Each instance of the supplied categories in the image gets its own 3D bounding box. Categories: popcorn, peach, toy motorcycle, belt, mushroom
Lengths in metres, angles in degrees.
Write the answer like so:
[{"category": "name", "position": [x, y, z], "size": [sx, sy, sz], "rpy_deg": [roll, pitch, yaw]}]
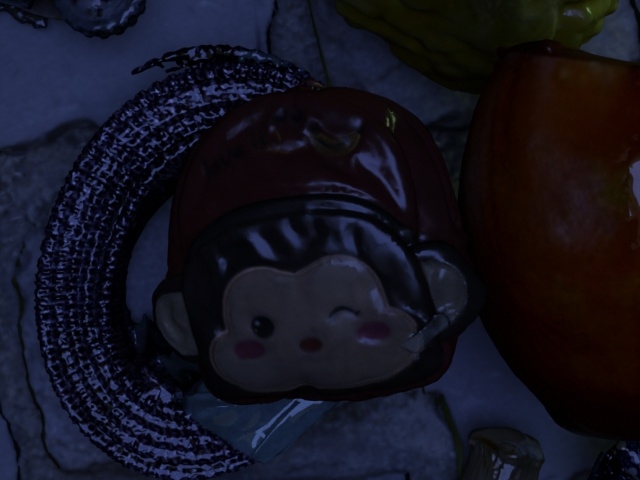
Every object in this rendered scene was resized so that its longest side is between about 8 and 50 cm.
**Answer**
[{"category": "popcorn", "position": [0.113, -0.238, 1.075], "size": [0.249, 0.249, 0.225], "rpy_deg": [20, 61, -5]}, {"category": "peach", "position": [0.220, -0.021, 1.026], "size": [0.281, 0.281, 0.338], "rpy_deg": [-24, 126, -4]}, {"category": "toy motorcycle", "position": [-0.229, -0.232, 1.102], "size": [0.229, 0.094, 0.130], "rpy_deg": [15, 86, 8]}, {"category": "belt", "position": [-0.075, 0.022, 1.103], "size": [0.260, 0.122, 0.325], "rpy_deg": [23, 90, -1]}, {"category": "mushroom", "position": [0.147, 0.284, 1.144], "size": [0.096, 0.099, 0.278], "rpy_deg": [-9, 89, -10]}]

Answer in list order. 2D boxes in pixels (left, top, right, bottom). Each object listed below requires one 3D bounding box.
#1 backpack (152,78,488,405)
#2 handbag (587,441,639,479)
[{"category": "backpack", "position": [0.000, 0.000, 0.983], "size": [0.229, 0.139, 0.229], "rpy_deg": [2, 101, 10]}, {"category": "handbag", "position": [0.331, 0.209, 1.111], "size": [0.228, 0.127, 0.208], "rpy_deg": [-16, 61, -14]}]
